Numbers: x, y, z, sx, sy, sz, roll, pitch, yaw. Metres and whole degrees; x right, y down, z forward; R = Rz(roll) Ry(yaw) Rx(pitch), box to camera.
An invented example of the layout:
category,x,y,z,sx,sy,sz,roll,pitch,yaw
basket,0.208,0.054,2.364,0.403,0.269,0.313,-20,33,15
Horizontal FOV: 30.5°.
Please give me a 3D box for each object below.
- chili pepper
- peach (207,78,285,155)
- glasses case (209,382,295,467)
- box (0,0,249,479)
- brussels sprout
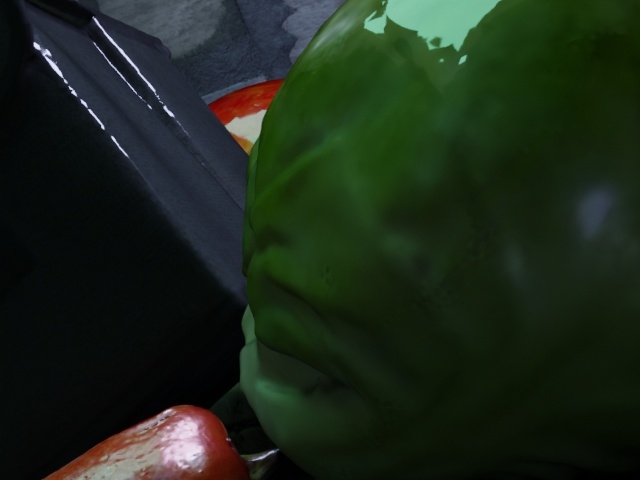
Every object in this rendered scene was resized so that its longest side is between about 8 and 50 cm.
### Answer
category,x,y,z,sx,sy,sz,roll,pitch,yaw
chili pepper,-0.062,0.113,0.489,0.192,0.084,0.086,-27,14,-19
peach,0.000,0.000,1.268,0.388,0.388,0.388,-23,-3,-1
glasses case,-0.042,0.122,0.915,0.156,0.098,0.425,-22,-3,-27
box,-0.183,0.058,0.648,0.345,0.204,0.251,-43,-7,9
brussels sprout,0.080,-0.013,0.428,0.244,0.244,0.244,-23,-3,-1
